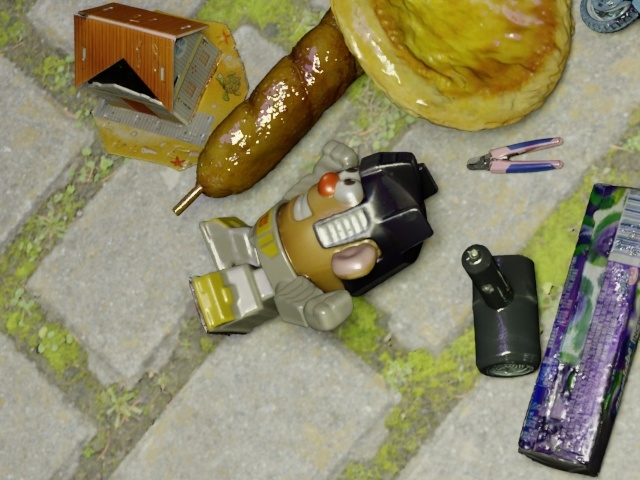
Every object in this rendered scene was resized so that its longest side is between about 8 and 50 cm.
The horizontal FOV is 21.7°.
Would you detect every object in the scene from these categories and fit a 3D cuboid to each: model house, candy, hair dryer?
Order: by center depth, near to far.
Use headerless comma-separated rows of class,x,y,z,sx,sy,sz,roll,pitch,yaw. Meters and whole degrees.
hair dryer,0.180,0.056,1.736,0.071,0.219,0.124,-7,66,14
candy,0.293,0.091,1.763,0.088,0.061,0.312,13,77,29
model house,-0.206,-0.210,2.060,0.219,0.136,0.207,18,79,29

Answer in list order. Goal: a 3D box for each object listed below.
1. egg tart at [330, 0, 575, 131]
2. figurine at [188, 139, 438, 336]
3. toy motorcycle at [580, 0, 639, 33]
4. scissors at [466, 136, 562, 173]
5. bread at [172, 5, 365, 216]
egg tart,0.139,-0.262,1.894,0.319,0.128,0.319,6,71,-19
figurine,0.001,-0.001,1.881,0.308,0.143,0.308,-15,55,22
toy motorcycle,0.401,-0.293,1.836,0.254,0.092,0.135,0,62,35
scissors,0.219,-0.093,1.890,0.113,0.012,0.039,-5,70,24
bread,-0.047,-0.149,1.966,0.084,0.124,0.344,41,83,12
